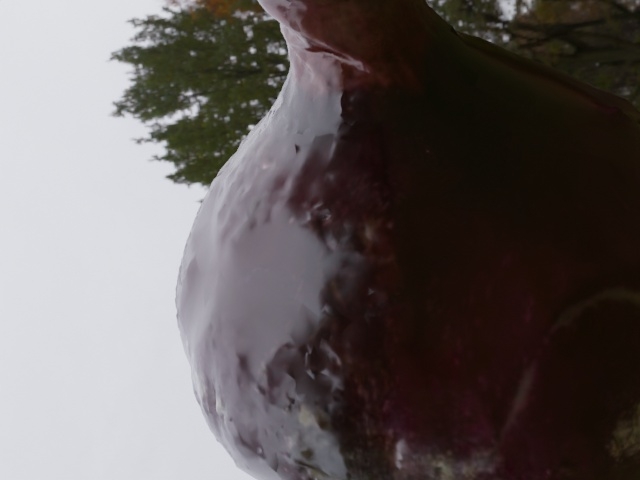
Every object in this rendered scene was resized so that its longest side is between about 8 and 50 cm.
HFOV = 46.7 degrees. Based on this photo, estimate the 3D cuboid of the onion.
[{"bbox_3d":[0.052,-0.015,0.444,0.347,0.348,0.385,-57,-46,-42],"label":"onion"}]
